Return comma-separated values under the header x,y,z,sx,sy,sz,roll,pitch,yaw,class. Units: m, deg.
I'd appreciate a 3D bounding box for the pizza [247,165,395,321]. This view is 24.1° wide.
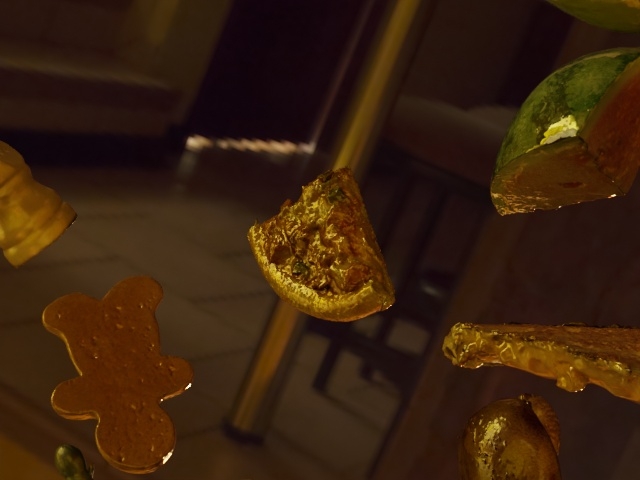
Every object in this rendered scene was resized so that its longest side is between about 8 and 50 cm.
x,y,z,sx,sy,sz,roll,pitch,yaw,class
0.000,0.000,1.906,0.058,0.197,0.292,4,18,-42,pizza

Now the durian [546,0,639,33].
x,y,z,sx,sy,sz,roll,pitch,yaw,class
0.351,-0.363,1.788,0.339,0.204,0.256,23,32,-31,durian

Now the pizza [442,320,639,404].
x,y,z,sx,sy,sz,roll,pitch,yaw,class
0.434,0.161,2.038,0.392,0.080,0.435,-1,7,-32,pizza

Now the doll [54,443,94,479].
x,y,z,sx,sy,sz,roll,pitch,yaw,class
-0.243,0.270,1.573,0.027,0.037,0.125,-25,84,-52,doll

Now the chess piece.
x,y,z,sx,sy,sz,roll,pitch,yaw,class
-0.355,-0.074,1.592,0.200,0.090,0.090,52,4,-18,chess piece

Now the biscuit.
x,y,z,sx,sy,sz,roll,pitch,yaw,class
-0.220,0.151,1.650,0.158,0.035,0.240,-12,58,-9,biscuit

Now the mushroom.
x,y,z,sx,sy,sz,roll,pitch,yaw,class
0.155,0.180,1.170,0.087,0.127,0.127,-15,20,-6,mushroom

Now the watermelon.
x,y,z,sx,sy,sz,roll,pitch,yaw,class
0.337,-0.150,1.900,0.176,0.260,0.256,24,-8,-9,watermelon
